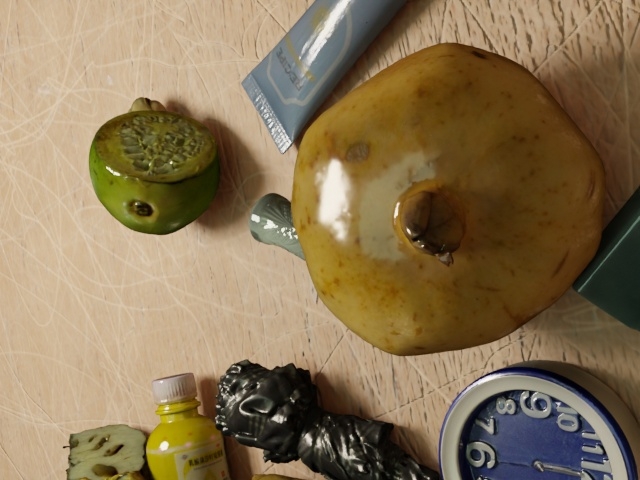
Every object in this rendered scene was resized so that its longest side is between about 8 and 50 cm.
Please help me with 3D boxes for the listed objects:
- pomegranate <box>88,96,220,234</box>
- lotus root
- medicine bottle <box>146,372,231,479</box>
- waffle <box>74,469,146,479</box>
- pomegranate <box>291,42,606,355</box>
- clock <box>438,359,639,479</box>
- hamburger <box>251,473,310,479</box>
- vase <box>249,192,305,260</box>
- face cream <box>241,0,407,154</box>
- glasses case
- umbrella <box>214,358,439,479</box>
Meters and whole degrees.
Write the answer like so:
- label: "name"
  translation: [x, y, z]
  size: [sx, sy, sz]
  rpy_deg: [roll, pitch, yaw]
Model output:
- label: "pomegranate"
  translation: [-0.269, -0.108, 1.195]
  size: [0.241, 0.189, 0.159]
  rpy_deg: [45, 142, 24]
- label: "lotus root"
  translation: [-0.323, 0.466, 1.261]
  size: [0.267, 0.149, 0.261]
  rpy_deg: [-155, 55, -73]
- label: "medicine bottle"
  translation: [-0.213, 0.319, 1.217]
  size: [0.121, 0.121, 0.213]
  rpy_deg: [-14, 85, 36]
- label: "waffle"
  translation: [-0.254, 0.457, 1.054]
  size: [0.324, 0.068, 0.302]
  rpy_deg: [12, 106, 15]
- label: "pomegranate"
  translation: [0.128, -0.040, 0.806]
  size: [0.342, 0.342, 0.343]
  rpy_deg: [3, 95, 36]
- label: "clock"
  translation: [0.253, 0.257, 0.894]
  size: [0.230, 0.083, 0.231]
  rpy_deg: [1, 92, 35]
- label: "hamburger"
  translation: [-0.038, 0.483, 1.075]
  size: [0.318, 0.158, 0.319]
  rpy_deg: [2, 94, 38]
- label: "vase"
  translation: [0.000, 0.000, 1.057]
  size: [0.219, 0.096, 0.096]
  rpy_deg: [23, 107, 36]
- label: "face cream"
  translation: [0.027, -0.285, 1.022]
  size: [0.385, 0.086, 0.136]
  rpy_deg: [-43, 69, 36]
- label: "glasses case"
  translation: [0.372, -0.034, 0.798]
  size: [0.105, 0.056, 0.266]
  rpy_deg: [45, 118, 26]
- label: "umbrella"
  translation: [0.009, 0.254, 1.057]
  size: [0.336, 0.128, 0.155]
  rpy_deg: [8, 114, 30]
